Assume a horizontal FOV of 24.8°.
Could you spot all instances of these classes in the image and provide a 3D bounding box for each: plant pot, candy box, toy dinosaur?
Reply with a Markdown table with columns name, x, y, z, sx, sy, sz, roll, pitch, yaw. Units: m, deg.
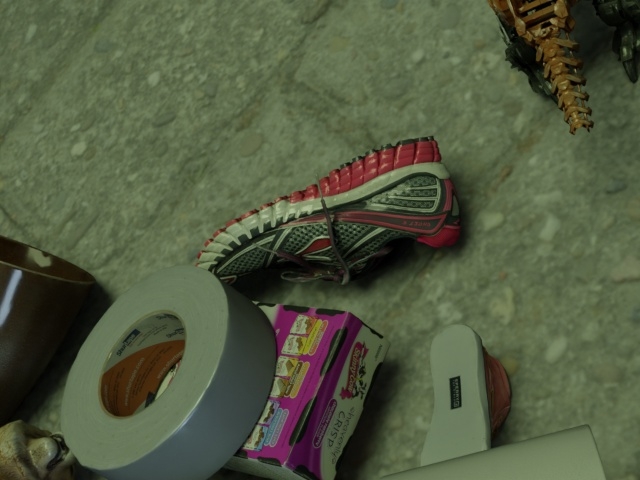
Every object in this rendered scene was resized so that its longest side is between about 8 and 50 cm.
| name | x | y | z | sx | sy | sz | roll | pitch | yaw |
| --- | --- | --- | --- | --- | --- | --- | --- | --- | --- |
| plant pot | -0.390 | 0.116 | 1.619 | 0.215 | 0.215 | 0.230 | 22 | 94 | 40 |
| candy box | -0.060 | 0.144 | 1.415 | 0.233 | 0.071 | 0.159 | 4 | 64 | 47 |
| toy dinosaur | 0.207 | -0.238 | 1.382 | 0.164 | 0.218 | 0.322 | -1 | 65 | 33 |

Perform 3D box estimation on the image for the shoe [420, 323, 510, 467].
| name | x | y | z | sx | sy | sz | roll | pitch | yaw |
| --- | --- | --- | --- | --- | --- | --- | --- | --- | --- |
| shoe | 0.135 | 0.168 | 1.294 | 0.063 | 0.081 | 0.178 | -15 | 55 | 27 |

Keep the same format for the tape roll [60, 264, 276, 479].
| name | x | y | z | sx | sy | sz | roll | pitch | yaw |
| --- | --- | --- | --- | --- | --- | --- | --- | --- | --- |
| tape roll | -0.148 | 0.133 | 1.395 | 0.219 | 0.072 | 0.219 | -27 | 43 | 28 |

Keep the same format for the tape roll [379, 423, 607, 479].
| name | x | y | z | sx | sy | sz | roll | pitch | yaw |
| --- | --- | --- | --- | --- | --- | --- | --- | --- | --- |
| tape roll | 0.153 | 0.276 | 1.093 | 0.169 | 0.246 | 0.246 | -15 | 56 | 7 |

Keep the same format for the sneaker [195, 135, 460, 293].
| name | x | y | z | sx | sy | sz | roll | pitch | yaw |
| --- | --- | --- | --- | --- | --- | --- | --- | --- | --- |
| sneaker | 0.000 | 0.000 | 1.464 | 0.299 | 0.121 | 0.112 | -25 | 84 | 30 |

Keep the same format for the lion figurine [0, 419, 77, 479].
| name | x | y | z | sx | sy | sz | roll | pitch | yaw |
| --- | --- | --- | --- | --- | --- | --- | --- | --- | --- |
| lion figurine | -0.317 | 0.369 | 1.433 | 0.142 | 0.240 | 0.392 | -9 | 75 | 18 |
